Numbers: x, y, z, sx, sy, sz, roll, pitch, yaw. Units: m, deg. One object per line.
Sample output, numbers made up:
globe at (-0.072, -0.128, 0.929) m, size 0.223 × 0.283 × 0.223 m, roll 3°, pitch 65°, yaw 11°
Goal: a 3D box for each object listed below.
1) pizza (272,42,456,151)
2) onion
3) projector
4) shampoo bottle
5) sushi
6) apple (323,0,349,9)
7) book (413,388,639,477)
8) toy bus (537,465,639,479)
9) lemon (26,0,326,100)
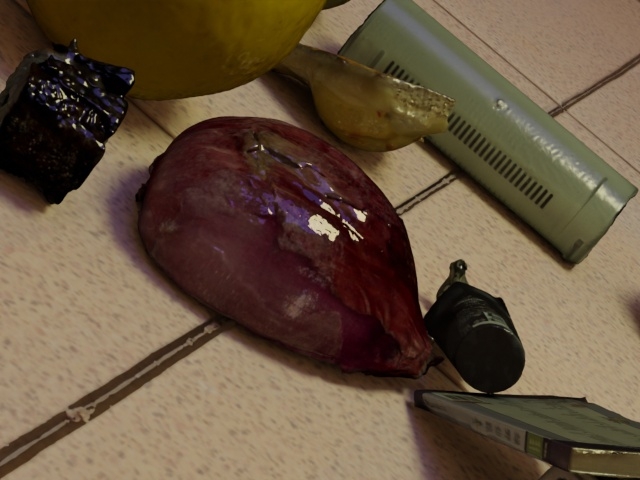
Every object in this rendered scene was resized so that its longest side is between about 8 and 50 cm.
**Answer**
pizza at (0.020, -0.138, 1.946) m, size 0.204 × 0.080 × 0.188 m, roll 20°, pitch 2°, yaw -19°
onion at (0.000, 0.000, 1.548) m, size 0.283 × 0.120 × 0.227 m, roll 33°, pitch 26°, yaw -14°
projector at (0.174, -0.120, 2.103) m, size 0.337 × 0.108 × 0.108 m, roll 40°, pitch 21°, yaw 6°
shampoo bottle at (0.125, 0.068, 1.653) m, size 0.057 × 0.063 × 0.207 m, roll 26°, pitch 9°, yaw -11°
sushi at (-0.192, -0.086, 1.435) m, size 0.084 × 0.098 × 0.094 m, roll 31°, pitch 26°, yaw -13°
apple at (-0.029, -0.382, 2.159) m, size 0.279 × 0.279 × 0.279 m, roll 33°, pitch 21°, yaw -14°
book at (0.190, 0.145, 1.490) m, size 0.157 × 0.026 × 0.231 m, roll 4°, pitch 5°, yaw -26°
toy bus at (0.268, 0.224, 1.546) m, size 0.138 × 0.097 × 0.342 m, roll 46°, pitch 21°, yaw 25°
lemon at (-0.119, -0.248, 1.658) m, size 0.293 × 0.293 × 0.293 m, roll 33°, pitch 21°, yaw -14°
